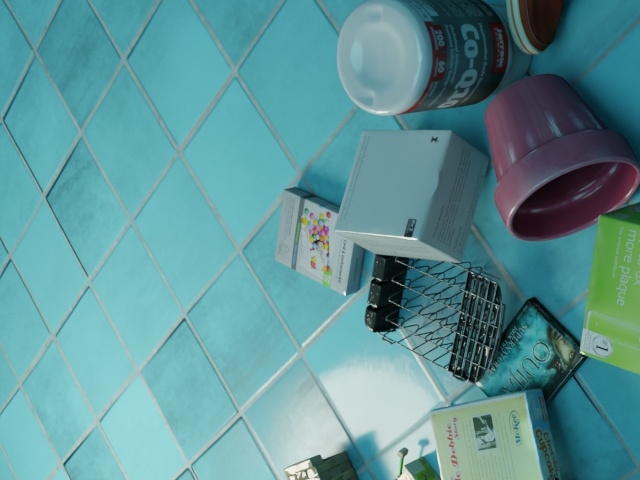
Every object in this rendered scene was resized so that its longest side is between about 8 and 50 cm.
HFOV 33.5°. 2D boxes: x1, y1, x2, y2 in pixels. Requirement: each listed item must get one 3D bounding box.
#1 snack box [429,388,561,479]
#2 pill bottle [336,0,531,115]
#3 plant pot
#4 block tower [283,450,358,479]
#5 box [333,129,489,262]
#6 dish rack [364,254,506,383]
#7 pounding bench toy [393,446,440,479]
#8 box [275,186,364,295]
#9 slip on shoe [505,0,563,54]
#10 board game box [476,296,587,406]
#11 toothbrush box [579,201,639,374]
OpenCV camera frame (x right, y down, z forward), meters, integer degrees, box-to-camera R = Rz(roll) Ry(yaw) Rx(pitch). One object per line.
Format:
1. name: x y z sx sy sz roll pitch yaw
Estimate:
1. snack box: 0.284 0.405 1.647 0.187 0.060 0.322 -19 74 39
2. pill bottle: 0.172 -0.268 1.524 0.161 0.283 0.161 12 108 42
3. plant pot: 0.322 -0.125 1.493 0.201 0.201 0.180 -46 52 41
4. block tower: 0.053 0.558 1.986 0.091 0.097 0.335 -32 79 44
5. box: 0.143 -0.072 1.671 0.182 0.119 0.181 6 75 43
6. dish rack: 0.191 0.103 1.752 0.271 0.074 0.208 26 118 37
7. pounding bench toy: 0.155 0.414 1.876 0.083 0.052 0.065 51 131 23
8. box: 0.000 0.000 1.936 0.186 0.038 0.145 26 117 37
9. slip on shoe: 0.334 -0.414 1.454 0.101 0.123 0.331 25 112 34
10. board game box: 0.326 0.197 1.673 0.126 0.026 0.186 48 129 26
11. toothbrush box: 0.505 0.085 1.403 0.283 0.122 0.206 19 113 39
